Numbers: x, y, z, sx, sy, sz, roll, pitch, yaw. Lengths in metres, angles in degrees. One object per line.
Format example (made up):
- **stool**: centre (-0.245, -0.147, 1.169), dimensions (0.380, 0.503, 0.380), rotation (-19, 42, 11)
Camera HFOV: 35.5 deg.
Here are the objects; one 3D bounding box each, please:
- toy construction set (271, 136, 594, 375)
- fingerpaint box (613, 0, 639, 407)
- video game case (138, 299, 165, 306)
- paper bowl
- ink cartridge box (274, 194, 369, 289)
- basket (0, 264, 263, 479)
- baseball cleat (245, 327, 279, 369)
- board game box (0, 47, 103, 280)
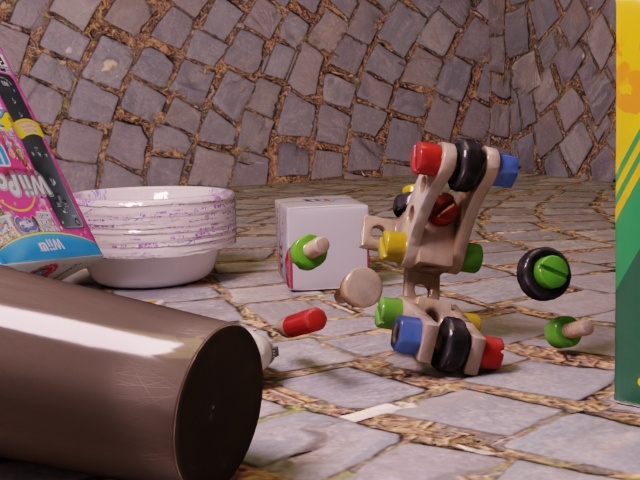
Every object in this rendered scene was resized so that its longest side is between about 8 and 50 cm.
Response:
- **toy construction set**: centre (0.086, 0.041, 1.122), dimensions (0.308, 0.257, 0.237), rotation (-16, -5, -19)
- **fingerpaint box**: centre (0.458, -0.055, 1.004), dimensions (0.163, 0.371, 0.444), rotation (5, 11, 41)
- **video game case**: centre (-0.329, 0.107, 1.269), dimensions (0.206, 0.026, 0.227), rotation (-1, 7, 9)
- **paper bowl**: centre (-0.277, -0.008, 1.633), dimensions (0.284, 0.148, 0.284), rotation (-2, 7, 0)
- **ink cartridge box**: centre (0.000, 0.000, 1.580), dimensions (0.127, 0.128, 0.176), rotation (-3, 7, -8)
- **basket**: centre (-0.173, 0.109, 0.775), dimensions (0.227, 0.154, 0.204), rotation (7, -15, 25)
- **baseball cleat**: centre (-0.146, 0.120, 1.043), dimensions (0.205, 0.072, 0.109), rotation (4, -5, 11)
- **board game box**: centre (-0.400, -0.090, 1.152), dimensions (0.097, 0.303, 0.224), rotation (-27, -5, 15)
